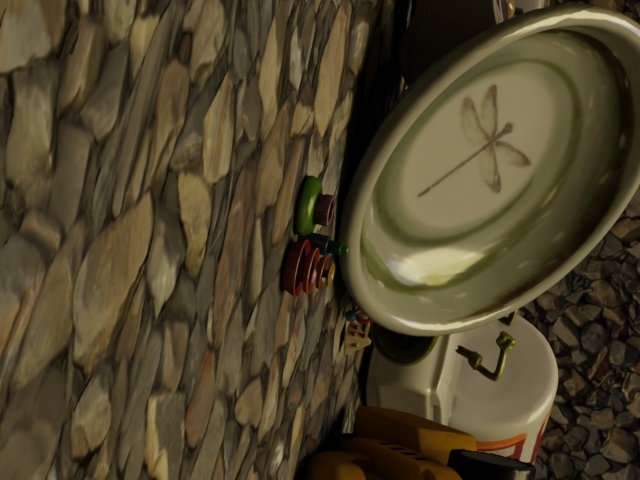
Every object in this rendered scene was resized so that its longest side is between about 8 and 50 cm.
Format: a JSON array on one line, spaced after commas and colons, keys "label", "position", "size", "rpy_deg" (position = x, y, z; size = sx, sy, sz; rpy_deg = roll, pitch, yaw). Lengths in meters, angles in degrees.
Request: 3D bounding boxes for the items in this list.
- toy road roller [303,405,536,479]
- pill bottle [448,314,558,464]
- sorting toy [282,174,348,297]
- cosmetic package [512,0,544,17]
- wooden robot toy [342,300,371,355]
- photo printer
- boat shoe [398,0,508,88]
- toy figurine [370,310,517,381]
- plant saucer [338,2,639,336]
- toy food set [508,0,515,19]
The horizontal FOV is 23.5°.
[{"label": "toy road roller", "position": [0.058, 0.296, 1.653], "size": [0.329, 0.241, 0.202], "rpy_deg": [11, -90, 62]}, {"label": "pill bottle", "position": [0.212, 0.288, 2.282], "size": [0.392, 0.224, 0.224], "rpy_deg": [95, 11, -52]}, {"label": "sorting toy", "position": [0.000, 0.000, 1.267], "size": [0.061, 0.042, 0.102], "rpy_deg": [47, 55, -78]}, {"label": "cosmetic package", "position": [0.297, -0.379, 2.370], "size": [0.060, 0.099, 0.239], "rpy_deg": [-64, 163, -56]}, {"label": "wooden robot toy", "position": [0.079, 0.053, 1.682], "size": [0.076, 0.079, 0.173], "rpy_deg": [82, 22, -63]}, {"label": "photo printer", "position": [0.141, 0.092, 2.004], "size": [0.256, 0.107, 0.307], "rpy_deg": [80, 23, -65]}, {"label": "boat shoe", "position": [0.143, -0.255, 1.588], "size": [0.324, 0.117, 0.096], "rpy_deg": [80, 26, -51]}, {"label": "toy figurine", "position": [0.190, -0.034, 1.838], "size": [0.217, 0.191, 0.362], "rpy_deg": [-32, 134, -71]}, {"label": "plant saucer", "position": [0.171, -0.083, 1.579], "size": [0.400, 0.100, 0.400], "rpy_deg": [-22, 137, -23]}, {"label": "toy food set", "position": [0.205, -0.355, 1.852], "size": [0.232, 0.111, 0.104], "rpy_deg": [89, 4, -50]}]
